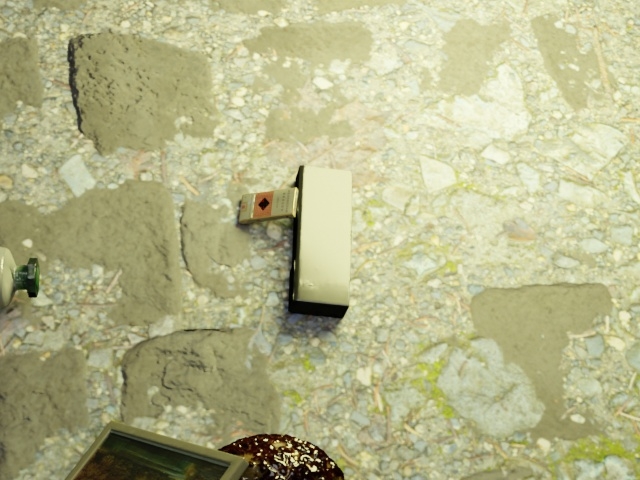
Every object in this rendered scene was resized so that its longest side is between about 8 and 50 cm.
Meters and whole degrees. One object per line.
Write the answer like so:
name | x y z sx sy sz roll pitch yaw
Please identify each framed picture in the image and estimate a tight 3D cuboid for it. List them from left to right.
framed picture | -0.221 0.305 1.507 0.250 0.016 0.184 7 50 44

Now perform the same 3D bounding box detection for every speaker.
speaker | 0.000 0.000 1.793 0.082 0.044 0.218 6 60 -8

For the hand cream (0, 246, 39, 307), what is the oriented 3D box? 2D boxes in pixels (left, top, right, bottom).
hand cream | -0.534 0.048 1.656 0.336 0.076 0.121 0 56 -4

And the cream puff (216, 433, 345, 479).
cream puff | -0.061 0.344 1.523 0.239 0.165 0.239 6 61 -10

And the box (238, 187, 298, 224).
box | -0.073 -0.049 1.801 0.083 0.012 0.046 -6 59 20
